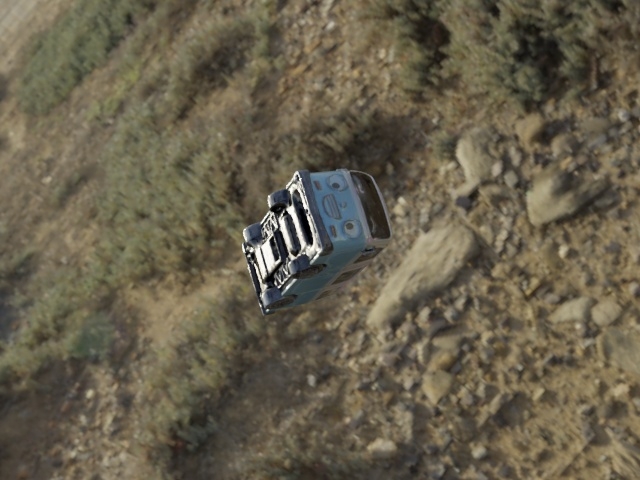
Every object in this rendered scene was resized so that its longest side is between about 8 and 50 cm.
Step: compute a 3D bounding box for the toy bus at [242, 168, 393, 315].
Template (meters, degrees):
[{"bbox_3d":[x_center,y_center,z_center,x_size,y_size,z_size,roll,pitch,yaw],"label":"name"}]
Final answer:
[{"bbox_3d":[0.000,0.000,0.628,0.123,0.075,0.060,-48,56,59],"label":"toy bus"}]
